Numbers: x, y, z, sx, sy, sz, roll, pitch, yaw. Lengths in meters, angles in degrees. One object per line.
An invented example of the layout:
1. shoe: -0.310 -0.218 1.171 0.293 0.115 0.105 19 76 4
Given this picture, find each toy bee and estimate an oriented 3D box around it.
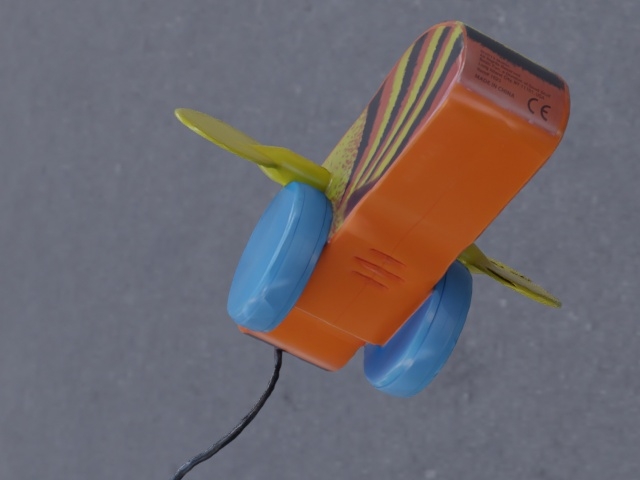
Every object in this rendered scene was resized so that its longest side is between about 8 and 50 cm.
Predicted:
1. toy bee: 0.000 0.000 0.699 0.298 0.195 0.162 -34 27 22
